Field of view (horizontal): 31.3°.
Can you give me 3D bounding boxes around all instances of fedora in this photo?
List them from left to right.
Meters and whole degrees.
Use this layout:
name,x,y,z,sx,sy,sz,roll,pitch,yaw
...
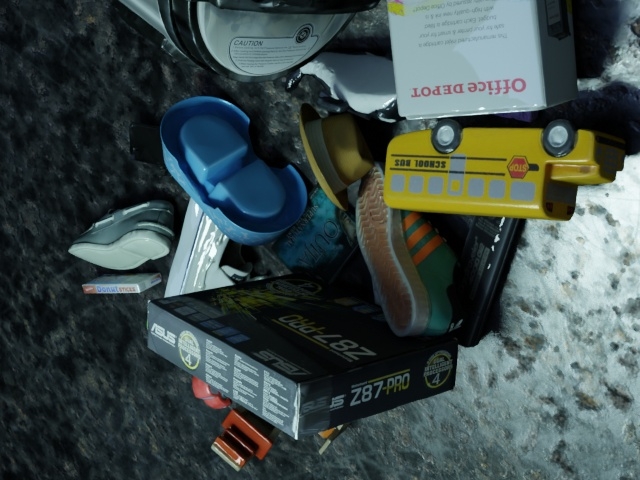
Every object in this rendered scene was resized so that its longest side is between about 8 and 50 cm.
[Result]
name,x,y,z,sx,sy,sz,roll,pitch,yaw
fedora,0.033,-0.142,1.782,0.079,0.194,0.194,-22,96,14

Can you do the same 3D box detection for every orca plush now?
name,x,y,z,sx,sy,sz,roll,pitch,yaw
orca plush,0.055,-0.216,1.738,0.287,0.151,0.102,11,140,43

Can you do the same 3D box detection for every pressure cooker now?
name,x,y,z,sx,sy,sz,roll,pitch,yaw
pressure cooker,-0.120,-0.428,1.583,0.420,0.370,0.375,41,167,31

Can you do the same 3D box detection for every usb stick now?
name,x,y,z,sx,sy,sz,roll,pitch,yaw
usb stick,0.246,0.046,1.759,0.077,0.045,0.278,38,131,33

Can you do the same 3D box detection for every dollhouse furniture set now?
name,x,y,z,sx,sy,sz,roll,pitch,yaw
dollhouse furniture set,-0.084,0.288,2.053,0.262,0.135,0.259,39,126,9

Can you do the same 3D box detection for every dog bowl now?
name,x,y,z,sx,sy,sz,roll,pitch,yaw
dog bowl,-0.155,-0.114,1.948,0.297,0.166,0.074,48,148,13

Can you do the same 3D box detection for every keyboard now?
name,x,y,z,sx,sy,sz,roll,pitch,yaw
keyboard,-0.267,-0.161,2.108,0.192,0.038,0.100,14,112,25

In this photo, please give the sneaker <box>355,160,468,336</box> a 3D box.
name,x,y,z,sx,sy,sz,roll,pitch,yaw
sneaker,0.142,0.015,1.773,0.108,0.121,0.302,-47,48,47

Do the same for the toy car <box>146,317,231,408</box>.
name,x,y,z,sx,sy,sz,roll,pitch,yaw
toy car,-0.271,0.209,2.268,0.225,0.053,0.239,25,124,30

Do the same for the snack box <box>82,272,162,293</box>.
name,x,y,z,sx,sy,sz,roll,pitch,yaw
snack box,-0.404,0.086,2.316,0.178,0.064,0.022,-3,108,41

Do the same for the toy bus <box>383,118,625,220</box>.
name,x,y,z,sx,sy,sz,roll,pitch,yaw
toy bus,0.253,-0.099,1.611,0.332,0.108,0.130,5,89,39

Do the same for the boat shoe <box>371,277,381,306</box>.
name,x,y,z,sx,sy,sz,roll,pitch,yaw
boat shoe,0.132,0.114,1.877,0.075,0.083,0.226,8,108,55

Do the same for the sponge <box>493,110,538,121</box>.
name,x,y,z,sx,sy,sz,roll,pitch,yaw
sponge,0.222,-0.247,1.650,0.210,0.031,0.117,17,119,34

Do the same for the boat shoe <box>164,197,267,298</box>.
name,x,y,z,sx,sy,sz,roll,pitch,yaw
boat shoe,-0.177,0.056,2.076,0.156,0.136,0.367,22,113,11

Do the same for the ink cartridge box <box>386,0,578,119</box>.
name,x,y,z,sx,sy,sz,roll,pitch,yaw
ink cartridge box,0.211,-0.327,1.524,0.226,0.131,0.306,1,104,36

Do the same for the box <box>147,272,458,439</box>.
name,x,y,z,sx,sy,sz,roll,pitch,yaw
box,-0.035,0.163,1.771,0.395,0.318,0.097,22,116,47

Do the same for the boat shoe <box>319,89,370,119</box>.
name,x,y,z,sx,sy,sz,roll,pitch,yaw
boat shoe,0.044,-0.225,1.815,0.100,0.035,0.035,29,99,32

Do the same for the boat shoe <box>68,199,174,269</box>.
name,x,y,z,sx,sy,sz,roll,pitch,yaw
boat shoe,-0.388,-0.013,2.258,0.319,0.116,0.099,-12,59,50

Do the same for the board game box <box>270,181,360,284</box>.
name,x,y,z,sx,sy,sz,roll,pitch,yaw
board game box,0.000,0.000,1.959,0.126,0.026,0.186,48,133,13
